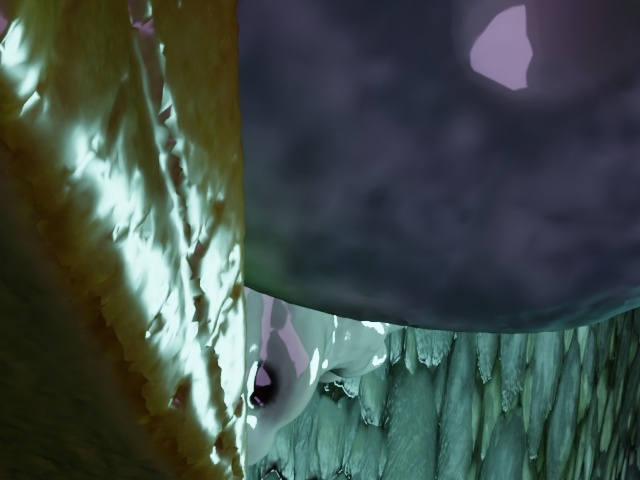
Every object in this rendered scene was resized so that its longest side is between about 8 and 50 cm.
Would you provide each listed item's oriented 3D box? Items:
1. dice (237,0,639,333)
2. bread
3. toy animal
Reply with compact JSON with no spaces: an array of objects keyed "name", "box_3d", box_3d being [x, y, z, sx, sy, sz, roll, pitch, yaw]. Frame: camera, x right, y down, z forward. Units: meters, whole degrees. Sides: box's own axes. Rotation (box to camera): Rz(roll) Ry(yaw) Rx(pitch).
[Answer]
[{"name":"dice","box_3d":[0.060,-0.177,0.726,0.348,0.330,0.328,-110,-147,-53]},{"name":"bread","box_3d":[-0.136,-0.051,0.575,0.361,0.233,0.245,74,29,-52]},{"name":"toy animal","box_3d":[0.000,0.000,1.014,0.357,0.194,0.258,-32,137,-53]}]
